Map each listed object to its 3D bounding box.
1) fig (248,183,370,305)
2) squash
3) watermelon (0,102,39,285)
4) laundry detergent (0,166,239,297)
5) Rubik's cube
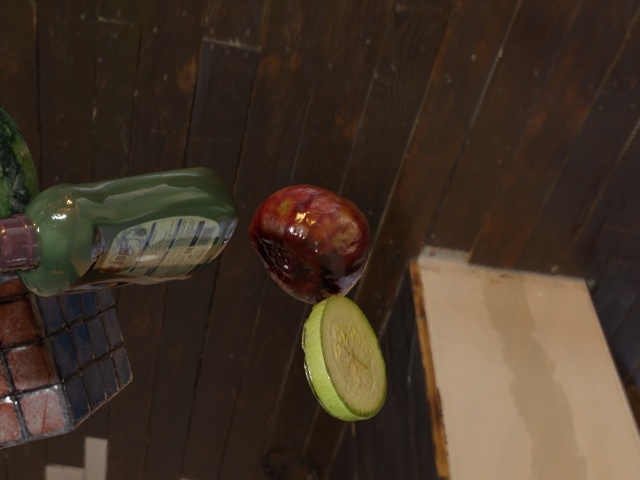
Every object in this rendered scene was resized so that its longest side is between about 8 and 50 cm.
[{"bbox_3d":[-0.009,0.006,1.568,0.223,0.224,0.263,-24,162,19],"label":"fig"},{"bbox_3d":[0.049,0.201,1.454,0.041,0.219,0.219,-20,131,32],"label":"squash"},{"bbox_3d":[-0.373,-0.054,0.784,0.202,0.136,0.208,6,87,-2],"label":"watermelon"},{"bbox_3d":[-0.180,0.002,0.681,0.221,0.078,0.144,-13,156,-46],"label":"laundry detergent"},{"bbox_3d":[-0.588,0.182,1.569,0.343,0.337,0.345,-12,95,7],"label":"Rubik's cube"}]
